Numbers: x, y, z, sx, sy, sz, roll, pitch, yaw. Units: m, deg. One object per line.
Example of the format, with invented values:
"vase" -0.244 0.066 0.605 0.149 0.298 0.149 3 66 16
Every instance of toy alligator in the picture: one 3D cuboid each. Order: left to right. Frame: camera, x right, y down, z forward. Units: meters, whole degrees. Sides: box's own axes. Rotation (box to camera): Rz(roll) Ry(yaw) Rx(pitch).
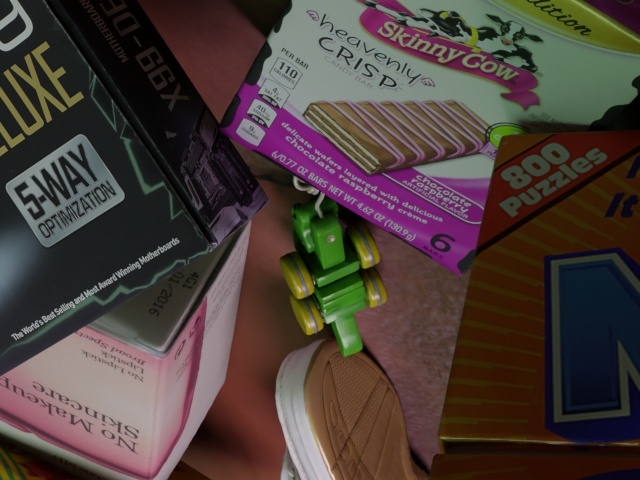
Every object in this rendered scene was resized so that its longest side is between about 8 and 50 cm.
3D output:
"toy alligator" 0.000 0.000 1.009 0.051 0.056 0.189 58 168 39

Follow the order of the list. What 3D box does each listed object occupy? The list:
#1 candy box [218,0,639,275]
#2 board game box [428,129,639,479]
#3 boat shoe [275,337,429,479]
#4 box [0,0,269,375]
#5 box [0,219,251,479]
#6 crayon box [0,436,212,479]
"candy box" 0.060 -0.092 0.811 0.159 0.071 0.233 31 147 -3
"board game box" 0.257 0.194 0.720 0.357 0.356 0.356 -1 138 19
"boat shoe" 0.012 0.167 1.180 0.096 0.098 0.277 7 143 30
"box" -0.215 -0.044 0.938 0.307 0.076 0.242 -29 98 32
"box" -0.147 0.059 1.130 0.149 0.126 0.232 24 147 8
"crayon box" -0.159 0.213 1.239 0.319 0.081 0.202 29 -169 26
